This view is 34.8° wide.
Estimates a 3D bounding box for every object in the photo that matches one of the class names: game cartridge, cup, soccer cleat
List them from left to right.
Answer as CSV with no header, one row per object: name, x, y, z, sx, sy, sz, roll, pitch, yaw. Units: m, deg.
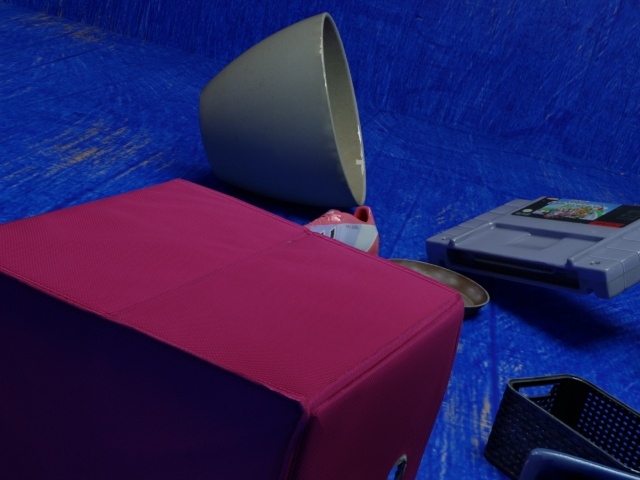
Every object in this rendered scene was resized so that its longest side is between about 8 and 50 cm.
cup,-0.070,-0.200,1.743,0.237,0.331,0.331,-10,14,10
soccer cleat,0.000,0.000,1.415,0.083,0.095,0.248,-4,-1,36
game cartridge,0.360,-0.001,1.546,0.230,0.068,0.355,-28,22,-31

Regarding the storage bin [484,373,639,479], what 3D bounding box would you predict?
storage bin,0.266,0.211,1.004,0.122,0.084,0.180,2,22,-38

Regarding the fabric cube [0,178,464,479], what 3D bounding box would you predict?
fabric cube,-0.087,0.129,0.675,0.259,0.254,0.258,21,17,20

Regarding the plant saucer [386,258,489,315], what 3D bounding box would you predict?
plant saucer,0.157,0.070,1.463,0.168,0.029,0.168,14,16,-4

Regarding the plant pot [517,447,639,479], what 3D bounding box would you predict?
plant pot,0.183,0.255,0.552,0.236,0.236,0.212,17,11,9

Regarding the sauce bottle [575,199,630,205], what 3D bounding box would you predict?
sauce bottle,0.474,-0.019,1.888,0.344,0.111,0.111,2,21,-33
